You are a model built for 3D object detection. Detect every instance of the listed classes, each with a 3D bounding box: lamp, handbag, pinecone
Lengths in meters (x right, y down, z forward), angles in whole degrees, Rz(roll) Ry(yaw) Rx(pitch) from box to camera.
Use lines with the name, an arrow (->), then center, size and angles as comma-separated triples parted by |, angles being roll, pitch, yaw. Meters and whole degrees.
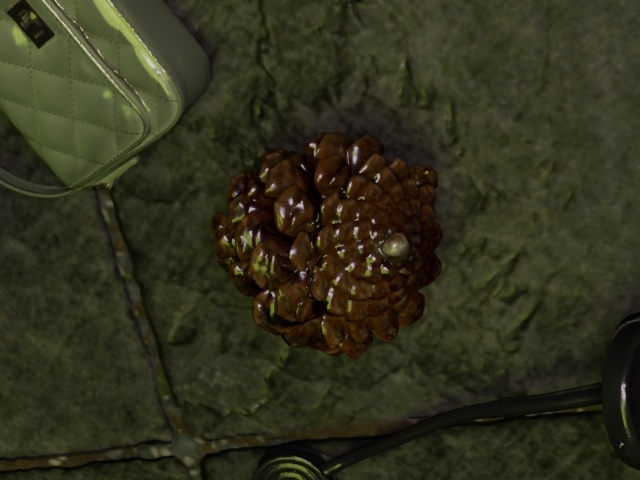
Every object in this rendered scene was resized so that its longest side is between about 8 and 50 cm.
lamp -> 0.096, 0.152, 1.192 | 0.371, 0.108, 0.130 | -15, 113, 21
handbag -> -0.224, -0.142, 1.145 | 0.219, 0.079, 0.256 | -33, 103, 30
pinecone -> 0.000, 0.000, 1.120 | 0.173, 0.173, 0.174 | 6, 118, 11
